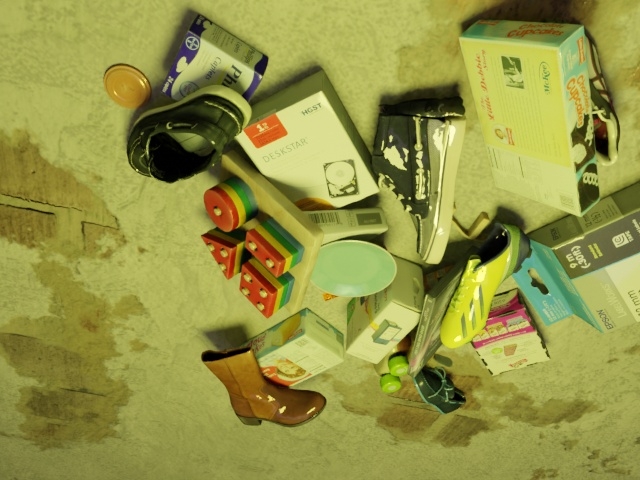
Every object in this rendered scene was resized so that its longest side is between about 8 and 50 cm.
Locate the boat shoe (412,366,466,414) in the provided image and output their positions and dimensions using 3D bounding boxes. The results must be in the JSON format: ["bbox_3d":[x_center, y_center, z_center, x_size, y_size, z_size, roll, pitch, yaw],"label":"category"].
[{"bbox_3d":[0.339,0.415,1.489,0.089,0.109,0.258,-29,141,17],"label":"boat shoe"}]

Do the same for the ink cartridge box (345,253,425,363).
[{"bbox_3d":[0.147,0.160,1.213,0.093,0.154,0.212,24,130,-15],"label":"ink cartridge box"}]

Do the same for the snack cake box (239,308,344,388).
[{"bbox_3d":[-0.082,0.304,1.401,0.264,0.089,0.152,-32,125,28],"label":"snack cake box"}]

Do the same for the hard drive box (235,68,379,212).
[{"bbox_3d":[-0.020,-0.166,0.971,0.181,0.089,0.232,-22,127,20],"label":"hard drive box"}]

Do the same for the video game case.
[{"bbox_3d":[0.273,0.162,1.165,0.026,0.196,0.274,31,139,27],"label":"video game case"}]

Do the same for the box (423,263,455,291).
[{"bbox_3d":[0.317,0.095,1.231,0.136,0.028,0.081,-23,127,24],"label":"box"}]

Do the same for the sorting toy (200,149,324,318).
[{"bbox_3d":[-0.135,0.005,1.014,0.255,0.089,0.257,42,144,20],"label":"sorting toy"}]

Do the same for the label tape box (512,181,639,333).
[{"bbox_3d":[0.591,0.060,1.092,0.348,0.115,0.249,-30,108,25],"label":"label tape box"}]

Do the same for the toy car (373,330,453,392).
[{"bbox_3d":[0.237,0.286,1.339,0.188,0.155,0.149,0,133,-14],"label":"toy car"}]

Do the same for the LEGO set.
[{"bbox_3d":[0.071,0.085,1.201,0.227,0.093,0.087,-19,86,25],"label":"LEGO set"}]

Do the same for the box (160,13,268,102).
[{"bbox_3d":[-0.179,-0.281,0.885,0.137,0.072,0.126,26,129,-20],"label":"box"}]

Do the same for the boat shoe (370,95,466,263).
[{"bbox_3d":[0.173,-0.109,0.996,0.158,0.127,0.340,4,121,6],"label":"boat shoe"}]

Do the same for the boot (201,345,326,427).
[{"bbox_3d":[-0.141,0.365,1.365,0.264,0.096,0.280,-5,126,19],"label":"boot"}]

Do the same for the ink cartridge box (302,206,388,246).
[{"bbox_3d":[0.000,0.000,1.090,0.189,0.066,0.232,-6,167,-30],"label":"ink cartridge box"}]

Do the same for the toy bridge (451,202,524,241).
[{"bbox_3d":[0.337,-0.030,1.118,0.188,0.026,0.063,17,131,-12],"label":"toy bridge"}]

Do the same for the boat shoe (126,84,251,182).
[{"bbox_3d":[-0.257,-0.156,0.914,0.340,0.113,0.127,-9,142,39],"label":"boat shoe"}]

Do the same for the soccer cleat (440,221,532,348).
[{"bbox_3d":[0.322,0.089,1.085,0.121,0.093,0.289,29,96,-32],"label":"soccer cleat"}]

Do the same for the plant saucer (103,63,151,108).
[{"bbox_3d":[-0.348,-0.275,0.939,0.084,0.013,0.083,1,133,1],"label":"plant saucer"}]

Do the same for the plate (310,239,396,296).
[{"bbox_3d":[0.063,0.055,1.082,0.188,0.024,0.188,2,139,2],"label":"plate"}]

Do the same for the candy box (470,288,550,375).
[{"bbox_3d":[0.466,0.238,1.324,0.159,0.071,0.233,-22,127,21],"label":"candy box"}]

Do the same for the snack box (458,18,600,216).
[{"bbox_3d":[0.349,-0.198,0.862,0.060,0.187,0.322,-40,129,-13],"label":"snack box"}]

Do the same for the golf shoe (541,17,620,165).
[{"bbox_3d":[0.429,-0.243,0.859,0.105,0.120,0.273,-31,123,29],"label":"golf shoe"}]
